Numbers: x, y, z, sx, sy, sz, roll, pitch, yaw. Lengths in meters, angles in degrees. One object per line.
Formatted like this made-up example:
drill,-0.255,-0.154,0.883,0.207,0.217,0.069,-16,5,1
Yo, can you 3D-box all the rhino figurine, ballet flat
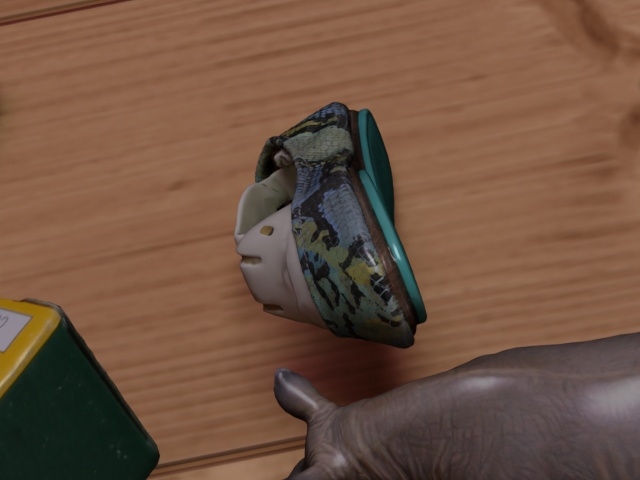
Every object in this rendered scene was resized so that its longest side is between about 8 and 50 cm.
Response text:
rhino figurine,0.073,0.074,0.662,0.243,0.106,0.073,-6,52,3
ballet flat,0.000,0.000,0.721,0.070,0.070,0.188,-9,15,1

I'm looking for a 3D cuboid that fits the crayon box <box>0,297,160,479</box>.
crayon box,-0.226,0.147,0.631,0.203,0.083,0.323,11,53,39
